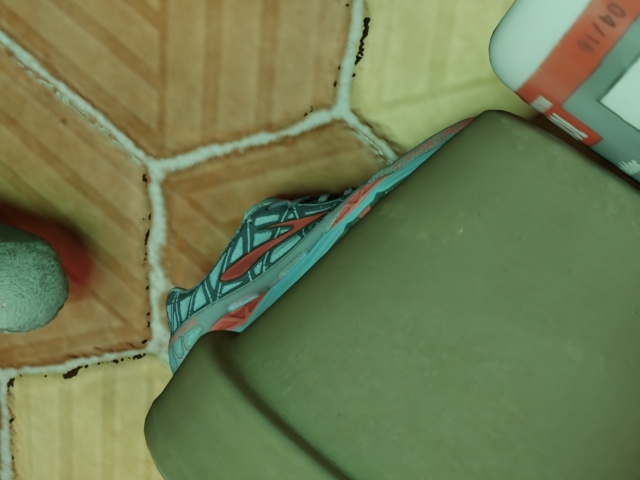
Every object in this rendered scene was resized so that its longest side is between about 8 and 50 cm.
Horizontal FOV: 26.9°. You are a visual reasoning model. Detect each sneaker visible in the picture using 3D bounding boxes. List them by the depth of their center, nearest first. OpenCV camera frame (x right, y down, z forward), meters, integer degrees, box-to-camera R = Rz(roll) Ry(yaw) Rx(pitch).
[{"bbox_3d":[0.000,0.000,0.805,0.262,0.125,0.104,-38,136,12],"label":"sneaker"}]

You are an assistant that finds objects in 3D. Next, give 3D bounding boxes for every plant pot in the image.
[{"bbox_3d":[0.083,0.069,0.665,0.263,0.263,0.229,35,94,2],"label":"plant pot"}]

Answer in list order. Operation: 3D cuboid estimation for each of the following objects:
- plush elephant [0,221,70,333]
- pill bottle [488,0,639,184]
[{"bbox_3d":[-0.383,0.068,0.920,0.330,0.271,0.255,32,115,39],"label":"plush elephant"},{"bbox_3d":[0.274,-0.057,0.593,0.363,0.210,0.210,37,125,1],"label":"pill bottle"}]
